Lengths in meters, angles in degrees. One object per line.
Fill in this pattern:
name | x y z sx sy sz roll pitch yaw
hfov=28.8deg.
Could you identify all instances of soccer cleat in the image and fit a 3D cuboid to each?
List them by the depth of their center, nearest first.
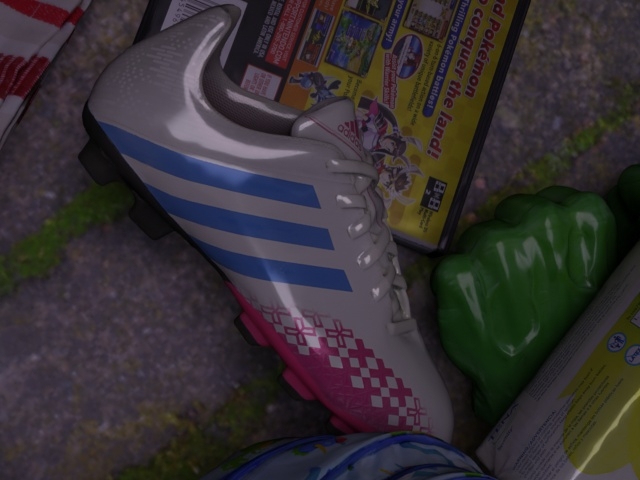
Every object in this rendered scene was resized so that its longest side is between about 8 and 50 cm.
soccer cleat | 0.000 0.000 0.774 0.143 0.116 0.331 -40 105 11

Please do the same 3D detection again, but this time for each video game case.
video game case | 0.013 -0.157 0.863 0.248 0.035 0.275 21 80 -10

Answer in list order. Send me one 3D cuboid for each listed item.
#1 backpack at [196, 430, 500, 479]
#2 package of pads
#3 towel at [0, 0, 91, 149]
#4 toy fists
backpack | -0.016 0.262 0.670 0.290 0.273 0.355 58 35 -12
package of pads | 0.270 0.139 0.808 0.296 0.101 0.229 37 91 -25
towel | -0.284 -0.129 0.741 0.237 0.037 0.329 28 61 -9
toy fists | 0.205 0.017 0.855 0.279 0.096 0.142 -15 110 -13
